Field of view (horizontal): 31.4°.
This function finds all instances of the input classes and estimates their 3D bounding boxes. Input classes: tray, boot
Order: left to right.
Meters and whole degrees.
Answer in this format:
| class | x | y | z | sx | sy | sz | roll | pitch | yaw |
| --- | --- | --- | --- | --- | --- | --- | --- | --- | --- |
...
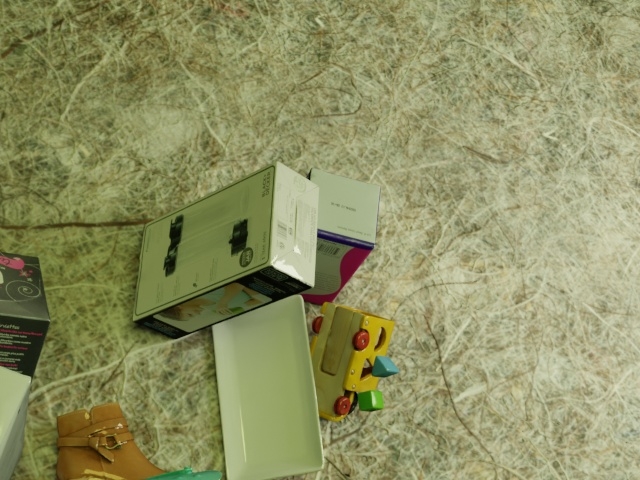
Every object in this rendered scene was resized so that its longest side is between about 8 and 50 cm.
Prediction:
| class | x | y | z | sx | sy | sz | roll | pitch | yaw |
| --- | --- | --- | --- | --- | --- | --- | --- | --- | --- |
| boot | -0.264 | 0.295 | 1.564 | 0.197 | 0.073 | 0.152 | -4 | 61 | -23 |
| tray | -0.077 | 0.219 | 1.666 | 0.145 | 0.030 | 0.270 | -11 | 64 | 7 |

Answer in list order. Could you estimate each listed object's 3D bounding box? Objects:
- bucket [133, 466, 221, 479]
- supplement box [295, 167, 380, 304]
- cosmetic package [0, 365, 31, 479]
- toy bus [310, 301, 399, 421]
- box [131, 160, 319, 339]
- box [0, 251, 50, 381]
| class | x | y | z | sx | sy | sz | roll | pitch | yaw |
| --- | --- | --- | --- | --- | --- | --- | --- | --- | --- |
| bucket | -0.217 | 0.423 | 1.401 | 0.183 | 0.281 | 0.281 | 3 | 63 | -18 |
| supplement box | 0.000 | 0.000 | 1.720 | 0.111 | 0.220 | 0.113 | 15 | 59 | -12 |
| cosmetic package | -0.460 | 0.358 | 1.337 | 0.098 | 0.284 | 0.377 | 22 | 58 | -7 |
| toy bus | 0.040 | 0.193 | 1.696 | 0.104 | 0.202 | 0.190 | 16 | 46 | -46 |
| box | -0.138 | 0.019 | 1.623 | 0.087 | 0.290 | 0.169 | 29 | 51 | -40 |
| box | -0.497 | 0.096 | 1.489 | 0.247 | 0.142 | 0.163 | 11 | 27 | -26 |
